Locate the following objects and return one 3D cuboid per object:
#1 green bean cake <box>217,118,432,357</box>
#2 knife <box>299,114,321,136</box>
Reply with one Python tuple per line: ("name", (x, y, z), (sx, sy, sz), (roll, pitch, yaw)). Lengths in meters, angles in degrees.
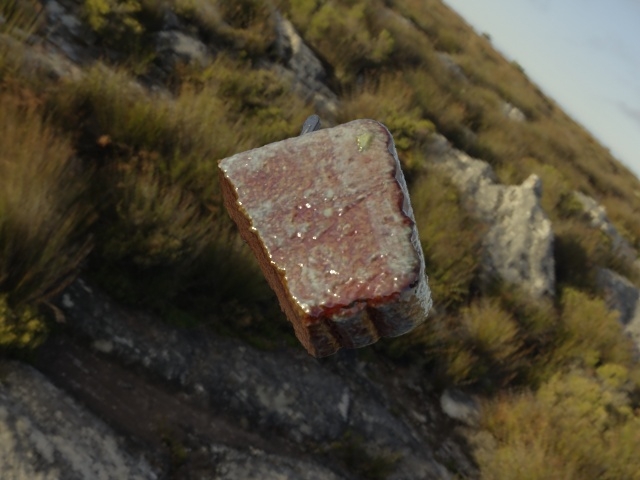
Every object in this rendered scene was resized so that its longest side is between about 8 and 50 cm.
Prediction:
("green bean cake", (0.000, 0.000, 0.784), (0.097, 0.198, 0.232), (64, 10, -52))
("knife", (-0.029, -0.172, 1.354), (0.121, 0.031, 0.018), (-60, 137, -37))
